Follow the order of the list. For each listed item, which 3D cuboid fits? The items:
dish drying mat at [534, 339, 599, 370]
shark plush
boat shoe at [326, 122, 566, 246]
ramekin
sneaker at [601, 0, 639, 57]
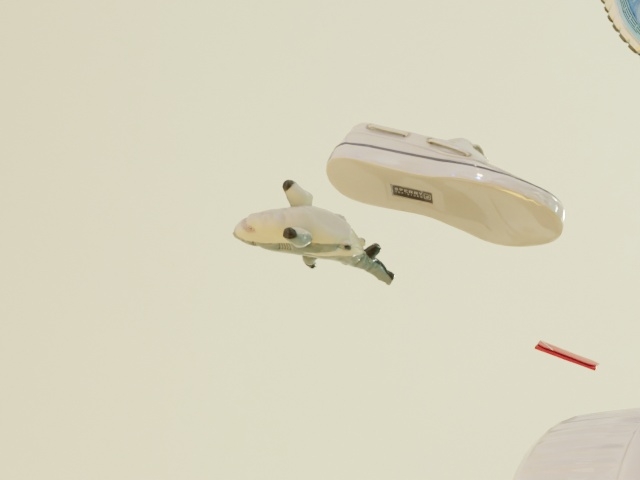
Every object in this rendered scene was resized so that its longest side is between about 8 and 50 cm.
[{"bbox_3d":[0.323,0.150,1.976,0.032,0.083,0.008,-24,-48,-68],"label":"dish drying mat"},{"bbox_3d":[0.000,0.000,1.443,0.161,0.073,0.067,15,-45,-33],"label":"shark plush"},{"bbox_3d":[0.142,-0.069,1.640,0.096,0.268,0.088,78,-148,-47],"label":"boat shoe"},{"bbox_3d":[0.205,0.208,0.997,0.207,0.109,0.207,10,-102,-53],"label":"ramekin"},{"bbox_3d":[0.222,-0.165,0.976,0.073,0.162,0.063,-40,-28,26],"label":"sneaker"}]
